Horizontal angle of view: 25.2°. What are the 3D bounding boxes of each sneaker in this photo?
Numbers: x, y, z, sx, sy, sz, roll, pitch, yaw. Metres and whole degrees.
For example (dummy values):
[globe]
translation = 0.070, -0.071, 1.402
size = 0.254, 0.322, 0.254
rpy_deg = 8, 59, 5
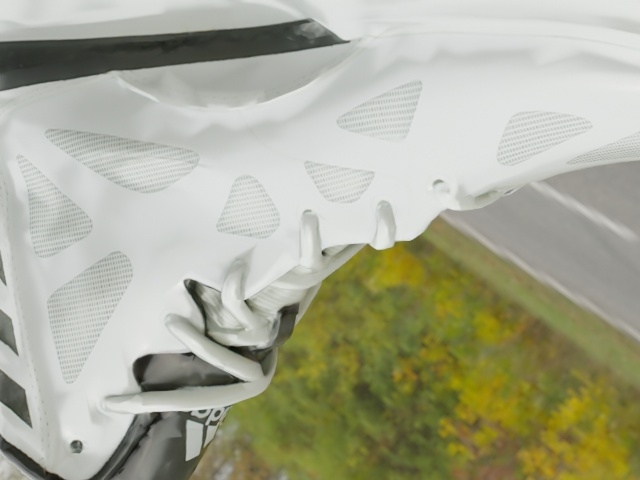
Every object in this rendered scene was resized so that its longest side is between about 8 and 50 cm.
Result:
[sneaker]
translation = 0.000, 0.000, 0.655
size = 0.448, 0.257, 0.169
rpy_deg = 4, -177, 27
